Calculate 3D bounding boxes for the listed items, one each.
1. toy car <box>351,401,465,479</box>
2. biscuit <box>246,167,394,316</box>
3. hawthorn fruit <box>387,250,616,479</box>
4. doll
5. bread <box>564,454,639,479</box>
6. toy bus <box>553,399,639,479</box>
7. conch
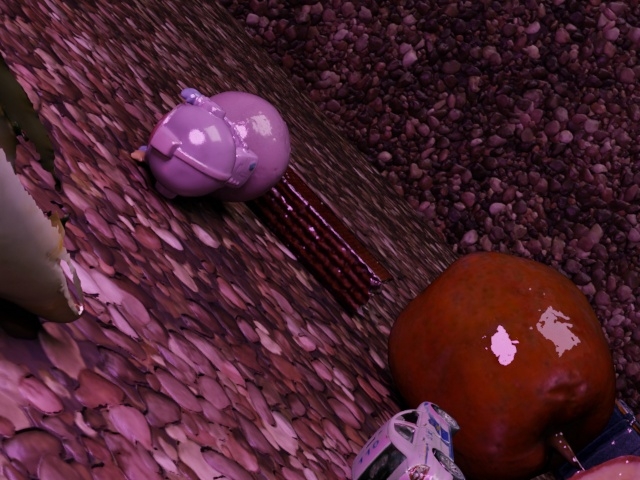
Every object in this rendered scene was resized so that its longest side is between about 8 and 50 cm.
[{"bbox_3d":[0.076,0.206,1.012,0.076,0.090,0.224,39,10,-1],"label":"toy car"},{"bbox_3d":[0.000,0.000,1.571,0.252,0.070,0.106,47,11,7],"label":"biscuit"},{"bbox_3d":[0.227,0.171,1.320,0.268,0.268,0.301,37,15,-39],"label":"hawthorn fruit"},{"bbox_3d":[-0.127,-0.109,1.311,0.151,0.151,0.287,46,14,4],"label":"doll"},{"bbox_3d":[0.331,0.336,1.158,0.123,0.244,0.190,52,11,-37],"label":"bread"},{"bbox_3d":[0.532,0.409,1.854,0.323,0.162,0.194,42,13,-31],"label":"toy bus"},{"bbox_3d":[-0.221,-0.047,0.671,0.143,0.137,0.250,49,11,24],"label":"conch"}]
